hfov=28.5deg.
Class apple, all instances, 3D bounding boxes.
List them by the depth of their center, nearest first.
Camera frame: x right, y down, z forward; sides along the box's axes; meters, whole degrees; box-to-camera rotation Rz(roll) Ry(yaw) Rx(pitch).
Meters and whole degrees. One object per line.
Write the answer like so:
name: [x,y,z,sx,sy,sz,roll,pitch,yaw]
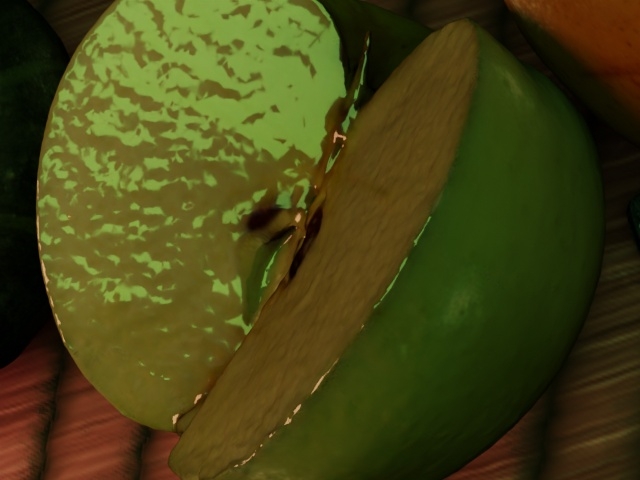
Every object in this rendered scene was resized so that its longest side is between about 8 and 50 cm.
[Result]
apple: [0.009,0.001,0.681,0.295,0.233,0.257,25,99,39]

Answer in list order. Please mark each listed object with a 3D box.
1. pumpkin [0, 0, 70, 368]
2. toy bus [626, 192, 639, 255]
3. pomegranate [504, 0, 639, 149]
pumpkin: [-0.282,-0.035,0.763,0.300,0.207,0.300,0,88,-3]
toy bus: [0.259,-0.036,0.741,0.166,0.047,0.065,-32,74,4]
pomegranate: [0.240,-0.232,0.586,0.417,0.416,0.416,-1,83,10]
